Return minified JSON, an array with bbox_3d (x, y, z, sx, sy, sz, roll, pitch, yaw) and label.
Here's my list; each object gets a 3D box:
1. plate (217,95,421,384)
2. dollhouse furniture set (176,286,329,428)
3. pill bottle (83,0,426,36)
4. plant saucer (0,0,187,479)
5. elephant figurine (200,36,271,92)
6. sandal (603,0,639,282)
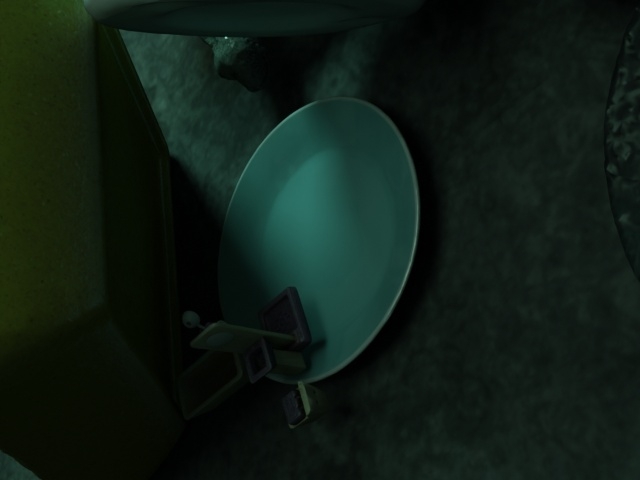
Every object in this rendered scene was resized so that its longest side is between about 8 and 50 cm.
[{"bbox_3d":[0.000,0.000,0.733,0.188,0.024,0.188,-17,66,44],"label":"plate"},{"bbox_3d":[-0.068,0.089,0.699,0.114,0.081,0.091,-41,53,34],"label":"dollhouse furniture set"},{"bbox_3d":[-0.042,-0.307,0.649,0.204,0.204,0.361,2,95,48],"label":"pill bottle"},{"bbox_3d":[-0.154,-0.012,0.755,0.081,0.332,0.332,-8,66,1],"label":"plant saucer"},{"bbox_3d":[-0.078,-0.256,0.831,0.169,0.186,0.239,-37,49,-23],"label":"elephant figurine"},{"bbox_3d":[0.219,-0.173,0.479,0.168,0.107,0.445,23,94,49],"label":"sandal"}]
